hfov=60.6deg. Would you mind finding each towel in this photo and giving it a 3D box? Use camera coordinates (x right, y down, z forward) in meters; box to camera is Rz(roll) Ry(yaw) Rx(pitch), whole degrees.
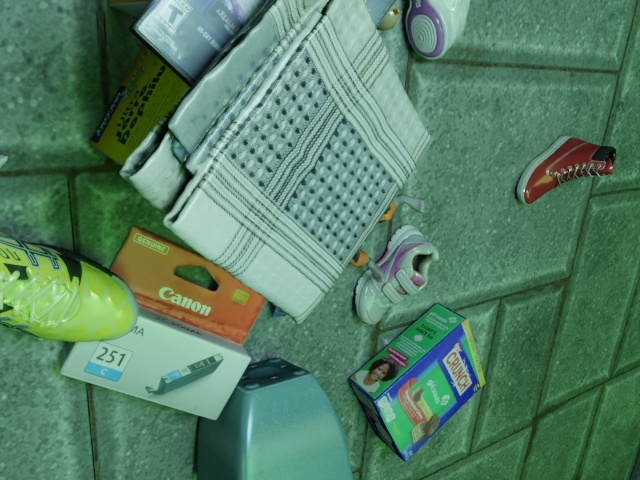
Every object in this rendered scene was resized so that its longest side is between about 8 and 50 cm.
[{"bbox_3d":[-0.007,-0.090,0.590,0.312,0.056,0.324,-53,139,-9],"label":"towel"}]

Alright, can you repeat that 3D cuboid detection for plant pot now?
[{"bbox_3d":[-0.101,0.381,1.096,0.247,0.248,0.252,-7,97,-33],"label":"plant pot"}]

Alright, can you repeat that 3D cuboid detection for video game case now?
[{"bbox_3d":[-0.032,-0.248,0.560,0.196,0.026,0.274,41,82,-38],"label":"video game case"}]

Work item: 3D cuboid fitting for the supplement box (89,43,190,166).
[{"bbox_3d":[-0.148,-0.145,0.758,0.194,0.356,0.195,29,88,-39],"label":"supplement box"}]

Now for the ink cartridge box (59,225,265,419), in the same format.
[{"bbox_3d":[-0.255,0.154,0.966,0.296,0.066,0.261,28,92,-29],"label":"ink cartridge box"}]

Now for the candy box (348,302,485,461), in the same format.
[{"bbox_3d":[0.260,0.362,1.410,0.317,0.122,0.268,-38,126,-18],"label":"candy box"}]

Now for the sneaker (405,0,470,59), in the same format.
[{"bbox_3d":[0.220,-0.516,1.045,0.152,0.114,0.305,-38,132,-34],"label":"sneaker"}]

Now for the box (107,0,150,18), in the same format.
[{"bbox_3d":[-0.119,-0.366,0.696,0.168,0.345,0.215,15,99,-38],"label":"box"}]

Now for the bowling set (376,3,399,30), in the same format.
[{"bbox_3d":[0.046,-0.389,0.872,0.200,0.287,0.154,-50,120,-25],"label":"bowling set"}]

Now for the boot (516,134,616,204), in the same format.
[{"bbox_3d":[0.647,-0.171,1.428,0.244,0.176,0.088,-44,129,-11],"label":"boot"}]

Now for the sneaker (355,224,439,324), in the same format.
[{"bbox_3d":[0.174,0.087,1.241,0.103,0.111,0.252,33,89,-39],"label":"sneaker"}]

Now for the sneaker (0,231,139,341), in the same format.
[{"bbox_3d":[-0.435,0.064,0.749,0.384,0.147,0.145,27,92,-30],"label":"sneaker"}]

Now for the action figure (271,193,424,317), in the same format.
[{"bbox_3d":[0.000,0.000,1.094,0.330,0.178,0.341,10,133,-32],"label":"action figure"}]

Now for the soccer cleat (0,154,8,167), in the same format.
[{"bbox_3d":[-0.492,-0.162,0.705,0.076,0.068,0.196,-46,131,-30],"label":"soccer cleat"}]
